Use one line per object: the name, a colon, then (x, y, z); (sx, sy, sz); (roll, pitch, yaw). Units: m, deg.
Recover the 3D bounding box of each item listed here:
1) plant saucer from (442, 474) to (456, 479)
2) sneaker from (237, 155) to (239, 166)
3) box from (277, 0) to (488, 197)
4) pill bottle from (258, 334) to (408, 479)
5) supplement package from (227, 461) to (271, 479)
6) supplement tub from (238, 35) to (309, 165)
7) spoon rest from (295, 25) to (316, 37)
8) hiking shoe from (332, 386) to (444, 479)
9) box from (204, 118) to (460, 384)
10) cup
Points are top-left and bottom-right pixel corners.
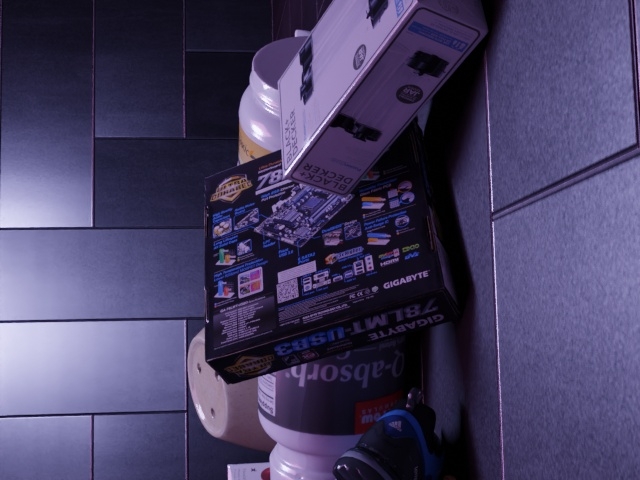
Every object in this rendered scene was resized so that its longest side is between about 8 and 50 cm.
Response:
plant saucer: (0.150, 0.306, 1.099); (0.083, 0.013, 0.083); (180, 90, -83)
sneaker: (-0.118, -0.136, 1.934); (0.146, 0.122, 0.331); (-30, -52, -81)
box: (0.056, -0.202, 1.097); (0.290, 0.087, 0.169); (-49, 35, 44)
pill bottle: (0.018, 0.169, 1.364); (0.210, 0.210, 0.363); (-120, 30, -76)
supplement package: (-0.064, 0.535, 1.924); (0.149, 0.203, 0.194); (51, -146, -69)
supplement tub: (-0.016, -0.135, 1.537); (0.228, 0.228, 0.316); (-99, 11, -51)
spoon rest: (0.002, -0.398, 2.064); (0.276, 0.084, 0.137); (-46, -42, -81)
hiking shoe: (0.107, 0.294, 1.175); (0.132, 0.113, 0.304); (-48, -26, -19)
box: (0.000, 0.000, 1.190); (0.073, 0.295, 0.293); (55, -159, -46)
cup: (-0.083, 0.221, 1.645); (0.331, 0.237, 0.331); (28, 123, 56)
